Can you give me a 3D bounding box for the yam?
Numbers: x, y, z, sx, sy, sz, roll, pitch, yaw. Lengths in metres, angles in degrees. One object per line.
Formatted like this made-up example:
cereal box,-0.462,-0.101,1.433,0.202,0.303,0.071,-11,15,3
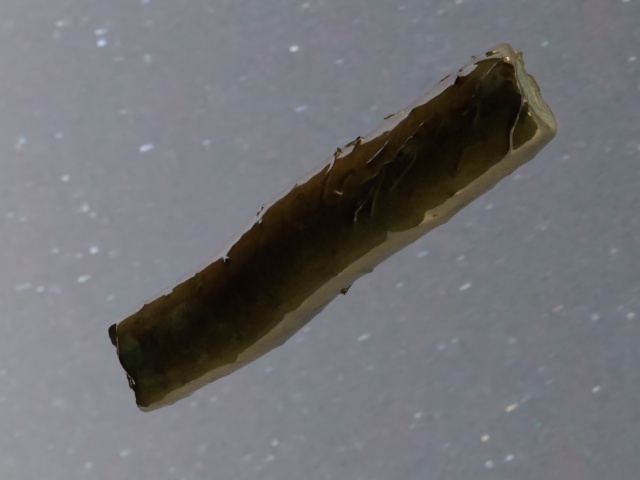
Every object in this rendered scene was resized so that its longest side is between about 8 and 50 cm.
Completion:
yam,0.000,0.000,0.947,0.317,0.067,0.071,-35,-123,25
